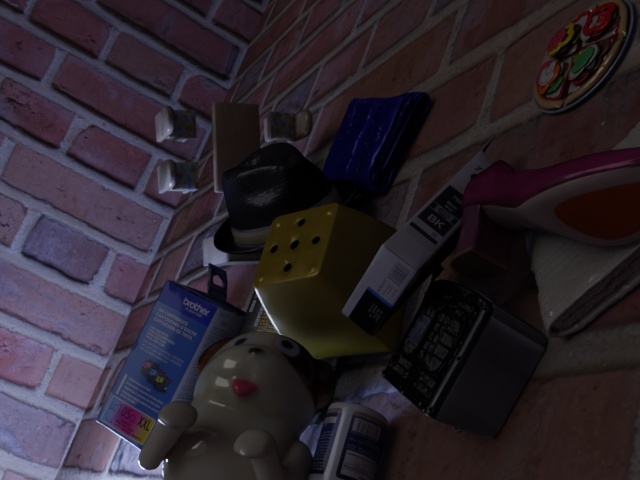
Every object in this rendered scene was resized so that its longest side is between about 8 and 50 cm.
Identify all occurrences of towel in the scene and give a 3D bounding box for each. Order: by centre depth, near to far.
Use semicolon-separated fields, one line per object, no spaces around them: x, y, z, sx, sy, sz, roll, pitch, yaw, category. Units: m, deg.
0.355;-0.030;1.015;0.282;0.049;0.187;-49;22;33;towel
0.102;-0.216;1.838;0.227;0.076;0.308;-62;20;-4;towel

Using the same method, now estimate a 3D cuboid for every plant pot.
0.011;0.057;1.437;0.212;0.187;0.212;-12;50;38;plant pot

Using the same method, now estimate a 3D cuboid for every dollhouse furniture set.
-0.185;-0.141;2.062;0.256;0.362;0.393;170;98;-67;dollhouse furniture set

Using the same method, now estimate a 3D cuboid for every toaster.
0.182;0.142;1.112;0.185;0.110;0.168;-61;20;0;toaster

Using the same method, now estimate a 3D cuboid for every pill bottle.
0.034;0.329;1.248;0.094;0.094;0.169;-29;37;56;pill bottle

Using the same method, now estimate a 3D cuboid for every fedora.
-0.097;-0.102;1.745;0.334;0.152;0.334;-23;19;8;fedora

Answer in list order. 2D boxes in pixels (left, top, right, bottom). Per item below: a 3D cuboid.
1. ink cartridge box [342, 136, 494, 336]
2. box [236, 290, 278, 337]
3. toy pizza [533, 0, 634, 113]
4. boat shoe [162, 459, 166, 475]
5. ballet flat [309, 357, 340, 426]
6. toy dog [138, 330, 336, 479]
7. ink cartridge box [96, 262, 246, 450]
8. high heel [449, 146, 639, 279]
0.167;-0.012;1.247;0.333;0.065;0.165;-43;-14;-40;ink cartridge box
-0.073;0.175;1.672;0.183;0.056;0.231;2;63;42;box
0.386;-0.284;1.295;0.201;0.032;0.201;-49;23;30;toy pizza
-0.219;0.382;1.797;0.324;0.123;0.116;-58;-7;10;boat shoe
-0.008;0.213;1.532;0.091;0.077;0.240;-32;34;55;ballet flat
-0.113;0.345;1.341;0.285;0.395;0.407;9;76;24;toy dog
-0.282;0.251;1.871;0.395;0.151;0.270;-62;-20;-4;ink cartridge box
0.285;-0.079;1.008;0.377;0.127;0.181;-24;38;57;high heel
